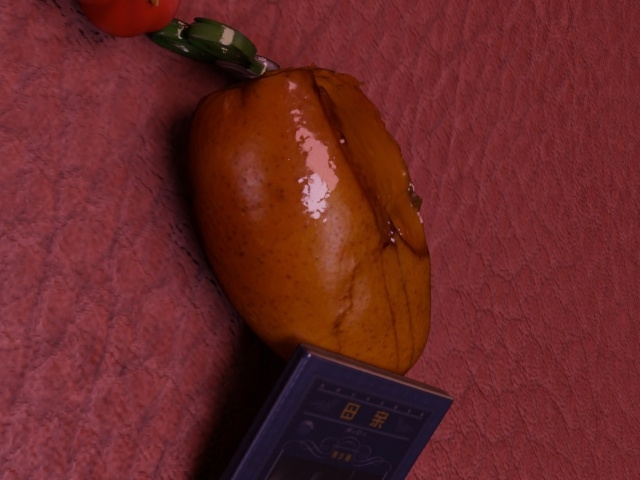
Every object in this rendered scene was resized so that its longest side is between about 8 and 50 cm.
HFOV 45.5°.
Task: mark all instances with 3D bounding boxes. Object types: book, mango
[{"bbox_3d":[-0.010,0.232,0.697,0.191,0.025,0.269,25,100,-37],"label":"book"},{"bbox_3d":[0.000,0.000,0.710,0.199,0.201,0.350,-21,116,0],"label":"mango"}]

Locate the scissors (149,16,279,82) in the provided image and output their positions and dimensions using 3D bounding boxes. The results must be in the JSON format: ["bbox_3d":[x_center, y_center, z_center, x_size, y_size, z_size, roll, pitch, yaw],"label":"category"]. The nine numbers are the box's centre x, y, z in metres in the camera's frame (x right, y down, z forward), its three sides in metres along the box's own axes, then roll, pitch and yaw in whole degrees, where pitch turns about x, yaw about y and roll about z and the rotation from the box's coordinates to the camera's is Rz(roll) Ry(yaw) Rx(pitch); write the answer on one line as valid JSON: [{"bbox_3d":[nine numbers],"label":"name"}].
[{"bbox_3d":[-0.065,-0.162,0.725,0.204,0.101,0.027,18,89,-54],"label":"scissors"}]

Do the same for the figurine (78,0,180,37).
[{"bbox_3d":[-0.153,-0.313,0.601,0.208,0.181,0.257,78,34,-64],"label":"figurine"}]
